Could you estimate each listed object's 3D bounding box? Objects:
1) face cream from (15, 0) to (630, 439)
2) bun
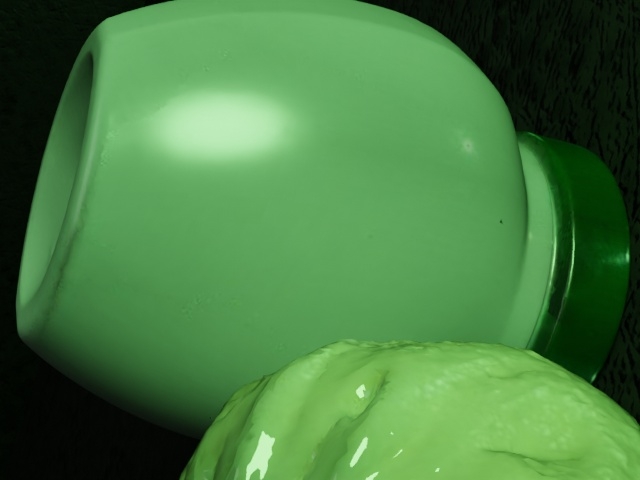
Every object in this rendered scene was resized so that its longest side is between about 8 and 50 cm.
[{"bbox_3d":[0.000,0.000,0.825,0.219,0.357,0.312,-116,43,-58],"label":"face cream"},{"bbox_3d":[0.034,0.210,0.622,0.360,0.211,0.359,-19,63,43],"label":"bun"}]
